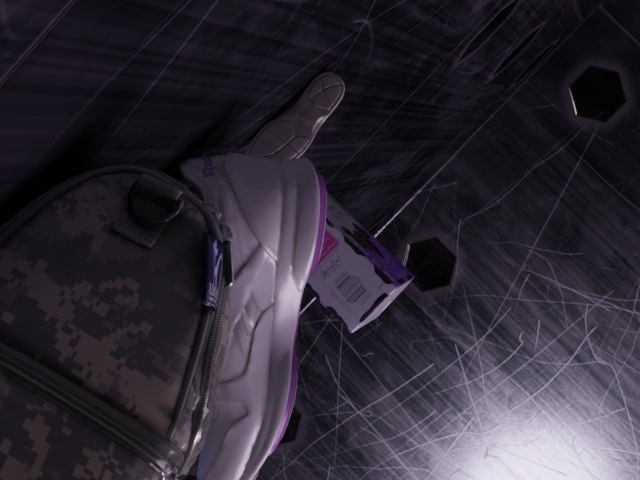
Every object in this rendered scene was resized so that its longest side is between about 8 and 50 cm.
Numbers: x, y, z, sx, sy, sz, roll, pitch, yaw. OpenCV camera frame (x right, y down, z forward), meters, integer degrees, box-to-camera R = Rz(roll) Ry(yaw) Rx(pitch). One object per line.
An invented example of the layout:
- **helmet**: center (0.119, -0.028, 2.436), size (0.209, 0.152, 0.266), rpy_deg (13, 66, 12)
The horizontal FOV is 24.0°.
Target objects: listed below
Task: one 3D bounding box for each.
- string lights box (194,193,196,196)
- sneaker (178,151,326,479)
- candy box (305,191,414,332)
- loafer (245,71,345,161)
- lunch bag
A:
- **string lights box**: center (-0.166, 0.089, 1.364), size (0.260, 0.133, 0.077), rpy_deg (-41, 177, -31)
- **sneaker**: center (-0.089, 0.071, 1.296), size (0.114, 0.152, 0.305), rpy_deg (-155, -106, -77)
- **candy box**: center (0.000, 0.000, 1.606), size (0.070, 0.196, 0.165), rpy_deg (-46, 175, 9)
- **loafer**: center (-0.024, -0.109, 1.450), size (0.125, 0.045, 0.039), rpy_deg (-47, -178, -9)
- **lunch bag**: center (-0.177, 0.097, 1.069), size (0.256, 0.212, 0.305), rpy_deg (-61, -179, -19)
